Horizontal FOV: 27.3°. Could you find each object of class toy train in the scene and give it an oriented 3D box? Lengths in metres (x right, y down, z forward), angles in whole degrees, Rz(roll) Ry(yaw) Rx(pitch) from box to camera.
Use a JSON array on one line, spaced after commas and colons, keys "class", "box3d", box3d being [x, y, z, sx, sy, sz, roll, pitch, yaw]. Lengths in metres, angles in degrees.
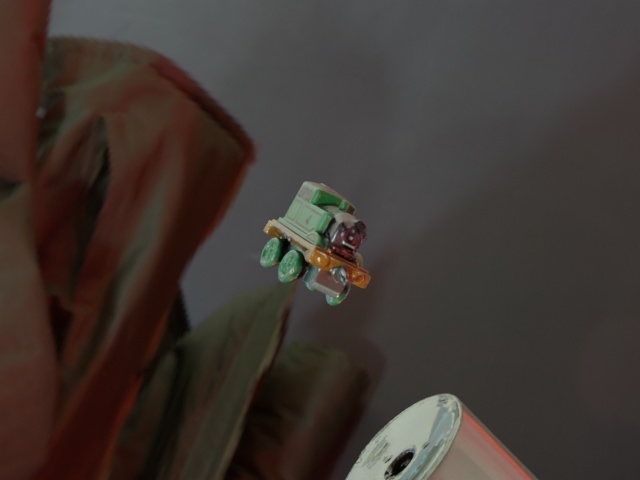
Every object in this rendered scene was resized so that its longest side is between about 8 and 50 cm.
[{"class": "toy train", "box3d": [0.000, 0.000, 1.707, 0.091, 0.136, 0.228, 27, 180, -24]}]

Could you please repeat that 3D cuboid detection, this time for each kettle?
[{"class": "kettle", "box3d": [0.176, 0.363, 1.547, 0.318, 0.205, 0.265, 42, 135, -13]}]
